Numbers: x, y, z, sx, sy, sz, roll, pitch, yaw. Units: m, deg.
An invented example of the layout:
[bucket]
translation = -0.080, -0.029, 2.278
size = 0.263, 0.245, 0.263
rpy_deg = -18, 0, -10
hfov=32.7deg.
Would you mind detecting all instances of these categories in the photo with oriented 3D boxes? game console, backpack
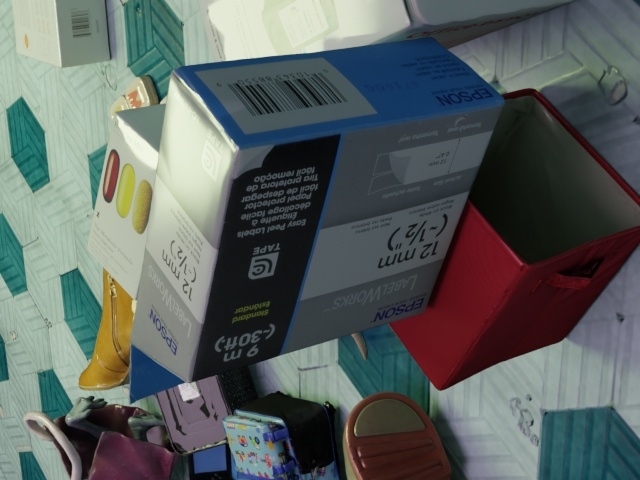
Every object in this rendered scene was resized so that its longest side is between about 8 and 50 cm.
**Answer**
[game console]
translation = -0.155, 0.345, 1.716
size = 0.071, 0.107, 0.122
rpy_deg = -117, 25, -68
[backpack]
translation = -0.046, 0.310, 1.514
size = 0.158, 0.117, 0.173
rpy_deg = 1, 107, 54

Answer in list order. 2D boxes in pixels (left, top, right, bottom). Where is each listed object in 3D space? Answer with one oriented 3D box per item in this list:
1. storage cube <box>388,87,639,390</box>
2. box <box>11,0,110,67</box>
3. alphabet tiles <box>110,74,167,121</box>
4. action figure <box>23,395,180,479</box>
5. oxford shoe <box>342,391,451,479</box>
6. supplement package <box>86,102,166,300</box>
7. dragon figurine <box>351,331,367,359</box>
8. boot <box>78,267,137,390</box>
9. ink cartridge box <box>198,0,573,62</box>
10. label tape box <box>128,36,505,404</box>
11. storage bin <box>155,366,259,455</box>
[storage cube]
translation = 0.161, -0.001, 1.047
size = 0.215, 0.184, 0.193
rpy_deg = 54, 141, 26
[box]
translation = -0.428, -0.363, 1.786
size = 0.170, 0.091, 0.130
rpy_deg = 24, 122, 47
[alphabet tiles]
translation = -0.257, -0.107, 1.716
size = 0.278, 0.021, 0.284
rpy_deg = -30, 80, 54
[action figure]
translation = -0.361, 0.473, 1.894
size = 0.248, 0.276, 0.370
rpy_deg = 22, 106, 41
[oxford shoe]
translation = 0.127, 0.381, 1.305
size = 0.146, 0.140, 0.397
rpy_deg = 111, 146, -70
[supplement package]
translation = -0.229, -0.060, 1.575
size = 0.139, 0.134, 0.244
rpy_deg = 41, 129, 31
[dragon figurine]
translation = 0.000, 0.000, 1.351
size = 0.289, 0.144, 0.085
rpy_deg = 45, 138, 6
[boot]
translation = -0.347, 0.145, 1.886
size = 0.295, 0.104, 0.211
rpy_deg = -18, 83, 50
[ink cartridge box]
translation = 0.058, -0.237, 1.059
size = 0.306, 0.226, 0.131
rpy_deg = -14, 93, 54
[label tape box]
translation = -0.017, 0.014, 0.918
size = 0.115, 0.249, 0.347
rpy_deg = 47, 137, 37
[storage bin]
translation = -0.177, 0.218, 1.642
size = 0.122, 0.084, 0.180
rpy_deg = -21, 87, 28
